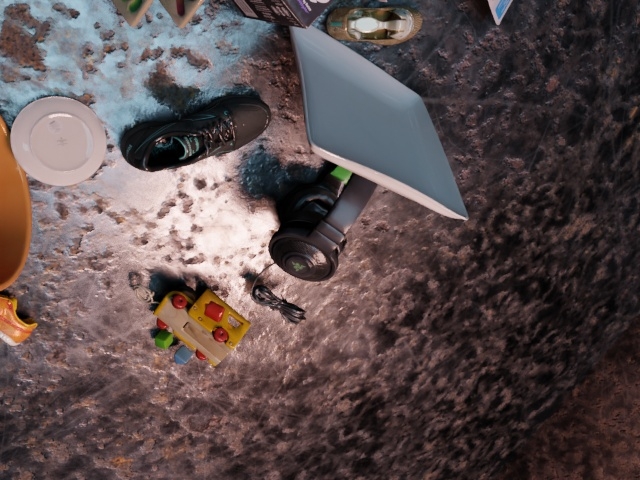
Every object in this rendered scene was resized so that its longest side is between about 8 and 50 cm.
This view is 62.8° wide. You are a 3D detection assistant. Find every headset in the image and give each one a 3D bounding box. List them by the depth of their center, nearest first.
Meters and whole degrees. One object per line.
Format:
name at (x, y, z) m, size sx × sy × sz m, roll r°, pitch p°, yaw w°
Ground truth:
headset at (0.000, 0.000, 1.009) m, size 0.185 × 0.243 × 0.394 m, roll 36°, pitch 115°, yaw -13°

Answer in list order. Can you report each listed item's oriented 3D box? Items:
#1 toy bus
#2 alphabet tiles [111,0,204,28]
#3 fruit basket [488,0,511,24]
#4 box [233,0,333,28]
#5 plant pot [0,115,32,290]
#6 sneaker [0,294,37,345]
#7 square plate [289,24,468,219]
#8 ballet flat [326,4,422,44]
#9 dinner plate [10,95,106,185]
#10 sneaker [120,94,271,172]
toy bus at (-0.238, 0.147, 1.039) m, size 0.104 × 0.191 × 0.202 m, roll -55°, pitch 143°, yaw -50°
alphabet tiles at (-0.221, -0.450, 0.630) m, size 0.285 × 0.011 × 0.342 m, roll -38°, pitch 87°, yaw 30°
fruit basket at (0.358, -0.605, 0.899) m, size 0.353 × 0.165 × 0.327 m, roll 24°, pitch 95°, yaw -54°
box at (-0.068, -0.420, 0.751) m, size 0.142 × 0.247 × 0.163 m, roll -47°, pitch 126°, yaw 0°
plant pot at (-0.550, -0.059, 0.686) m, size 0.204 × 0.291 × 0.290 m, roll -8°, pitch 119°, yaw -6°
sneaker at (-0.564, 0.108, 0.891) m, size 0.067 × 0.064 × 0.175 m, roll -51°, pitch 134°, yaw -20°
square plate at (0.089, -0.208, 0.917) m, size 0.347 × 0.344 × 0.049 m, roll 20°, pitch 135°, yaw -33°
ballet flat at (0.113, -0.395, 0.967) m, size 0.206 × 0.067 × 0.073 m, roll -13°, pitch 119°, yaw -21°
dinner plate at (-0.409, -0.155, 0.830) m, size 0.141 × 0.017 × 0.141 m, roll -13°, pitch 111°, yaw -37°
sneaker at (-0.199, -0.172, 0.899) m, size 0.267 × 0.106 × 0.101 m, roll -24°, pitch 122°, yaw -16°
